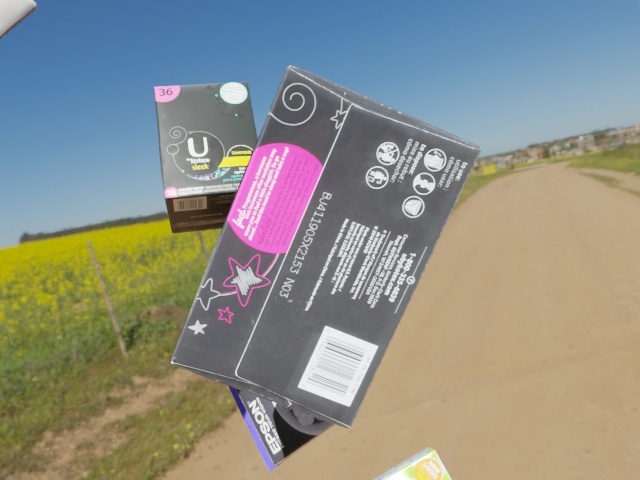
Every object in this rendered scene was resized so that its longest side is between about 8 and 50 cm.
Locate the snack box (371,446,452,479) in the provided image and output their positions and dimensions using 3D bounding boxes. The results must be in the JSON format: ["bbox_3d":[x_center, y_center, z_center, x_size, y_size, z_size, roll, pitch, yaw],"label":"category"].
[{"bbox_3d":[0.088,0.263,0.525,0.100,0.141,0.037,-29,-13,-5],"label":"snack box"}]

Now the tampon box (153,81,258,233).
[{"bbox_3d":[-0.142,-0.106,0.798,0.120,0.161,0.101,-7,-22,-12],"label":"tampon box"}]

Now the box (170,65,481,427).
[{"bbox_3d":[0.000,0.000,0.538,0.163,0.247,0.142,22,11,-7],"label":"box"}]

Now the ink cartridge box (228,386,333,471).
[{"bbox_3d":[-0.075,0.205,0.896,0.045,0.206,0.208,-6,-32,-48],"label":"ink cartridge box"}]

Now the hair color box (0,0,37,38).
[{"bbox_3d":[-0.388,-0.098,0.374,0.374,0.185,0.113,-48,37,-12],"label":"hair color box"}]
